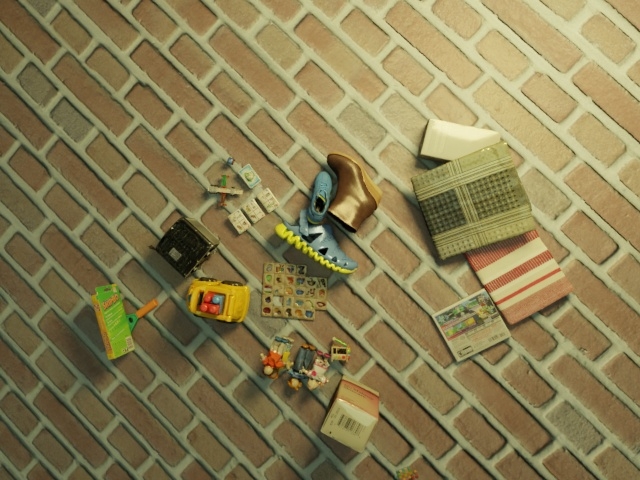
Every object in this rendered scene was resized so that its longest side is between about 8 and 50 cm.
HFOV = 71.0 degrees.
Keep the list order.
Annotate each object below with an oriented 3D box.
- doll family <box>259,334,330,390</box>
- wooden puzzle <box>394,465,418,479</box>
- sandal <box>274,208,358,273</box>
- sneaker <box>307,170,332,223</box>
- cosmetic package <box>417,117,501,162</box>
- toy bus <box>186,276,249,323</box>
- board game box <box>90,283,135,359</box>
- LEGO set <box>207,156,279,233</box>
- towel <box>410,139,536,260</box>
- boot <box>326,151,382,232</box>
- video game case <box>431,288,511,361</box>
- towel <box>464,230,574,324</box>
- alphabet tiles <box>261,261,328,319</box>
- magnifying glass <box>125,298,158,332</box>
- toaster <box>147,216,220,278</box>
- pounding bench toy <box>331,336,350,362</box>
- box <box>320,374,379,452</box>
[{"bbox_3d":[-0.096,0.440,1.593,0.263,0.118,0.163,22,89,-11],"label":"doll family"},{"bbox_3d":[0.302,0.829,1.588,0.083,0.006,0.049,-27,88,8],"label":"wooden puzzle"},{"bbox_3d":[0.000,0.000,1.549,0.318,0.126,0.138,34,92,4],"label":"sandal"},{"bbox_3d":[0.007,-0.157,1.523,0.069,0.082,0.209,17,62,-9],"label":"sneaker"},{"bbox_3d":[0.456,-0.313,1.483,0.238,0.107,0.127,15,95,4],"label":"cosmetic package"},{"bbox_3d":[-0.381,0.211,1.556,0.221,0.211,0.149,9,89,10],"label":"toy bus"},{"bbox_3d":[-0.756,0.291,1.637,0.039,0.124,0.259,-14,89,10],"label":"board game box"},{"bbox_3d":[-0.290,-0.175,1.629,0.183,0.060,0.244,-36,95,3],"label":"LEGO set"},{"bbox_3d":[0.493,-0.122,1.454,0.325,0.056,0.311,-20,99,20],"label":"towel"},{"bbox_3d":[0.079,-0.166,1.498,0.248,0.090,0.206,41,58,-1],"label":"boot"},{"bbox_3d":[0.513,0.290,1.534,0.202,0.023,0.183,-29,88,9],"label":"video game case"},{"bbox_3d":[0.648,0.087,1.503,0.237,0.037,0.328,-32,86,10],"label":"towel"},{"bbox_3d":[-0.093,0.184,1.622,0.238,0.009,0.198,4,92,7],"label":"alphabet tiles"},{"bbox_3d":[-0.711,0.297,1.703,0.231,0.026,0.092,-35,87,7],"label":"magnifying glass"},{"bbox_3d":[-0.483,0.019,1.619,0.186,0.110,0.168,42,96,4],"label":"toaster"},{"bbox_3d":[0.073,0.381,1.582,0.065,0.052,0.083,1,92,8],"label":"pounding bench toy"},{"bbox_3d":[0.104,0.567,1.493,0.149,0.232,0.126,25,95,6],"label":"box"}]
